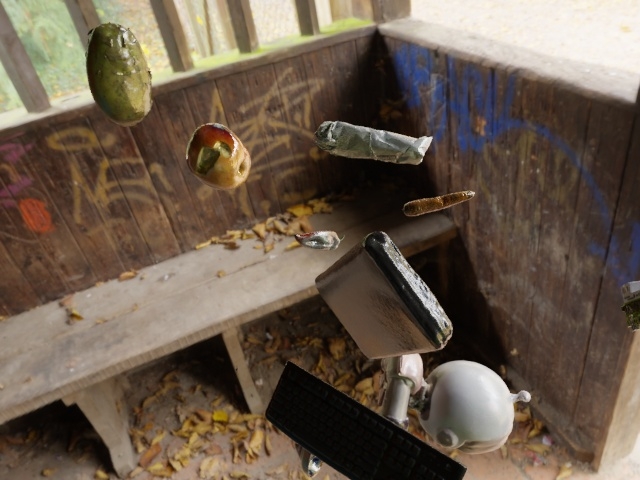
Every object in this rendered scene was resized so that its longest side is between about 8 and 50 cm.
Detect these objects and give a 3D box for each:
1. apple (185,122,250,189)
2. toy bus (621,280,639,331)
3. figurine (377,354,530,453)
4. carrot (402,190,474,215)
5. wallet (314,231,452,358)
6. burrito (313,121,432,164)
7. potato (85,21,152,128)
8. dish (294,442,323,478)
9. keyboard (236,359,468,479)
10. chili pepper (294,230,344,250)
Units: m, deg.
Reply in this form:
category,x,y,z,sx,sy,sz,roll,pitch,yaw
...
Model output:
category,x,y,z,sx,sy,sz,roll,pitch,yaw
apple,-0.290,-0.234,1.449,0.199,0.199,0.199,-8,35,6
toy bus,0.922,0.173,1.385,0.113,0.302,0.139,-9,76,17
figurine,0.323,0.408,1.286,0.362,0.211,0.253,23,47,-5
carrot,0.266,-0.084,1.134,0.165,0.035,0.035,-12,35,4
wallet,0.067,0.080,0.626,0.044,0.250,0.149,-33,84,-20
burrito,0.089,-0.168,0.873,0.203,0.064,0.064,9,38,2
potato,-0.491,-0.399,1.228,0.150,0.251,0.113,-19,23,-30
dish,-0.034,0.578,1.405,0.078,0.141,0.141,13,42,24
keyboard,0.005,0.242,0.689,0.381,0.041,0.103,23,89,35
chili pepper,0.001,0.000,1.250,0.153,0.050,0.041,3,0,-44
